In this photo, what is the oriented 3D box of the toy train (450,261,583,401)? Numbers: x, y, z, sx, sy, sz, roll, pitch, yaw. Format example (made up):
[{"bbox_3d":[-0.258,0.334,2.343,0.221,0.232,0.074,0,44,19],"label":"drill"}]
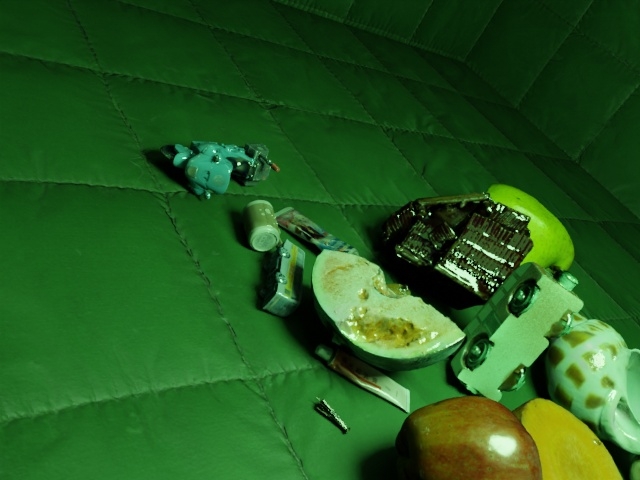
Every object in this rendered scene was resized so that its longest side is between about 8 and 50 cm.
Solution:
[{"bbox_3d":[0.413,0.186,1.315,0.129,0.326,0.159,33,14,-12],"label":"toy train"}]

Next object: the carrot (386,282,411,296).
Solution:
[{"bbox_3d":[0.103,0.117,1.401,0.254,0.049,0.049,5,40,-29],"label":"carrot"}]

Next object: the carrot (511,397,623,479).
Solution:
[{"bbox_3d":[0.465,0.457,1.184,0.258,0.100,0.307,3,44,-34],"label":"carrot"}]

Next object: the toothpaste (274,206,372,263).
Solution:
[{"bbox_3d":[0.000,0.000,1.467,0.266,0.061,0.096,35,32,17],"label":"toothpaste"}]

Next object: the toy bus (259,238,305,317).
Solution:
[{"bbox_3d":[-0.076,0.078,1.279,0.075,0.064,0.191,34,29,-21],"label":"toy bus"}]

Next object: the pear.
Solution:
[{"bbox_3d":[0.584,-0.004,1.802,0.317,0.239,0.342,30,30,14],"label":"pear"}]

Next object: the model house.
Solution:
[{"bbox_3d":[0.316,0.010,1.489,0.317,0.297,0.282,34,26,-1],"label":"model house"}]

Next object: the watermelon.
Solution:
[{"bbox_3d":[0.095,0.176,1.215,0.175,0.188,0.321,-34,55,-28],"label":"watermelon"}]

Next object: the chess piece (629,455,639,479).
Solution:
[{"bbox_3d":[0.809,0.534,1.343,0.299,0.167,0.167,13,35,-16],"label":"chess piece"}]

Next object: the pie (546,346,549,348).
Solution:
[{"bbox_3d":[0.584,0.206,1.660,0.163,0.079,0.194,13,37,-35],"label":"pie"}]

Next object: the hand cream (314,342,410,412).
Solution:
[{"bbox_3d":[0.084,0.262,1.191,0.216,0.038,0.052,31,58,-9],"label":"hand cream"}]

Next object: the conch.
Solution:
[{"bbox_3d":[0.637,0.306,1.414,0.249,0.197,0.368,-4,71,-9],"label":"conch"}]

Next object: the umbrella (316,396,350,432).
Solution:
[{"bbox_3d":[0.021,0.305,1.085,0.083,0.020,0.031,39,-7,12],"label":"umbrella"}]

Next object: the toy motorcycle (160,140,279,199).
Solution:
[{"bbox_3d":[-0.226,-0.178,1.449,0.272,0.124,0.182,-6,38,-45],"label":"toy motorcycle"}]

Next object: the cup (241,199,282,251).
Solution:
[{"bbox_3d":[-0.129,-0.020,1.374,0.074,0.102,0.099,-16,45,-2],"label":"cup"}]

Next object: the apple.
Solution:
[{"bbox_3d":[0.234,0.361,1.006,0.233,0.234,0.234,22,33,-15],"label":"apple"}]
